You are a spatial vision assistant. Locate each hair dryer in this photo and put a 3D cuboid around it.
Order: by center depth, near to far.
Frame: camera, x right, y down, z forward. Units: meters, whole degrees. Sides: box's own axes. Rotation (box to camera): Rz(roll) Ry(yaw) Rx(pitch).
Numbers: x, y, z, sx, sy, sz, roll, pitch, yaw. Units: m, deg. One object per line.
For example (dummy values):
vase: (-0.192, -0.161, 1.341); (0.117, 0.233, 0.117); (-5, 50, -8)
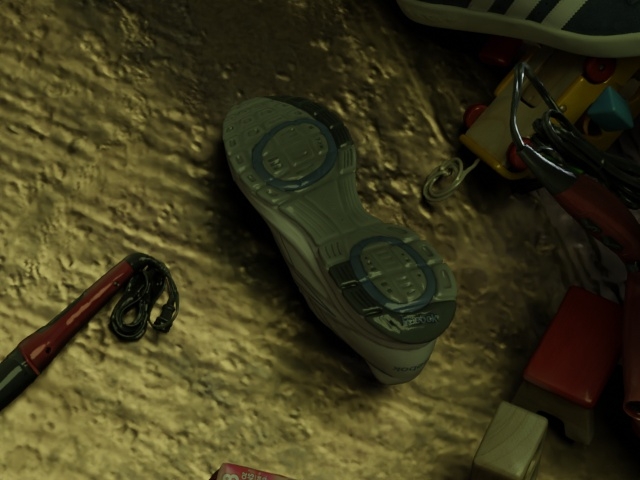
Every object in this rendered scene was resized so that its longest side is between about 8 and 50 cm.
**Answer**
hair dryer: (0.237, 0.000, 1.380); (0.223, 0.080, 0.293); (-10, 83, -35)

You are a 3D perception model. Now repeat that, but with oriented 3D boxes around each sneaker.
sneaker: (0.000, 0.000, 1.445); (0.111, 0.129, 0.297); (-20, 57, -20)
sneaker: (0.194, -0.254, 1.479); (0.350, 0.148, 0.131); (7, 49, 33)

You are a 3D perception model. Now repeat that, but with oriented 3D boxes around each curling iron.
curling iron: (-0.218, 0.101, 1.377); (0.274, 0.035, 0.068); (-37, 82, -26)

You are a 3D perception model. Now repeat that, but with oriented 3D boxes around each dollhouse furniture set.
dollhouse furniture set: (0.205, 0.212, 1.360); (0.201, 0.152, 0.374); (25, 63, 15)

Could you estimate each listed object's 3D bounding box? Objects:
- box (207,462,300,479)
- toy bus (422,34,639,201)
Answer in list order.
box: (-0.055, 0.309, 1.288); (0.123, 0.128, 0.257); (16, 66, -10)
toy bus: (0.213, -0.107, 1.544); (0.104, 0.202, 0.191); (38, 51, -33)
